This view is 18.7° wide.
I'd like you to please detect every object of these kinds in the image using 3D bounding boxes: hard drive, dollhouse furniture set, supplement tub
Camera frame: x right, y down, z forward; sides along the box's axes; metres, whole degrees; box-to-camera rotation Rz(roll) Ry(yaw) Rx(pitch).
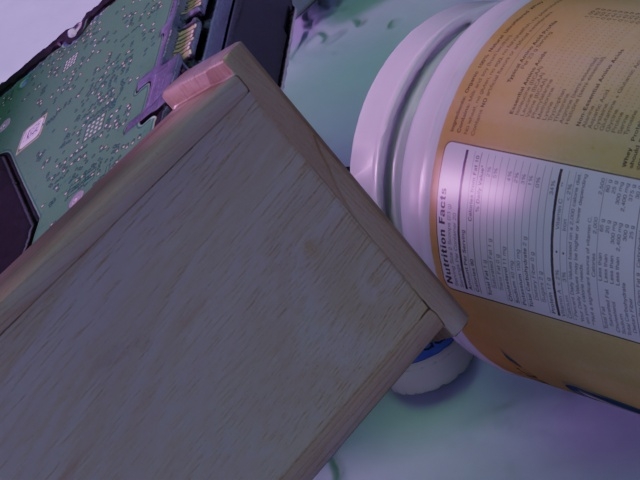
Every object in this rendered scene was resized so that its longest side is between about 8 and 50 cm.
[{"bbox_3d":[-0.156,0.025,0.864,0.339,0.064,0.237,-35,29,30],"label":"hard drive"},{"bbox_3d":[-0.114,0.079,0.707,0.174,0.303,0.355,-46,13,-29],"label":"dollhouse furniture set"},{"bbox_3d":[0.119,-0.013,0.658,0.144,0.144,0.199,-49,35,-19],"label":"supplement tub"}]

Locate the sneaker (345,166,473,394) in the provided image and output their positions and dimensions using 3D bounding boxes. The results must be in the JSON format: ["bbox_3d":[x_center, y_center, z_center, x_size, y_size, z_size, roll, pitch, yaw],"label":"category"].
[{"bbox_3d":[0.001,0.000,0.796,0.058,0.085,0.152,-32,32,-16],"label":"sneaker"}]

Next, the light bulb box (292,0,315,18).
[{"bbox_3d":[-0.044,-0.371,1.050,0.361,0.358,0.225,-45,32,-16],"label":"light bulb box"}]
